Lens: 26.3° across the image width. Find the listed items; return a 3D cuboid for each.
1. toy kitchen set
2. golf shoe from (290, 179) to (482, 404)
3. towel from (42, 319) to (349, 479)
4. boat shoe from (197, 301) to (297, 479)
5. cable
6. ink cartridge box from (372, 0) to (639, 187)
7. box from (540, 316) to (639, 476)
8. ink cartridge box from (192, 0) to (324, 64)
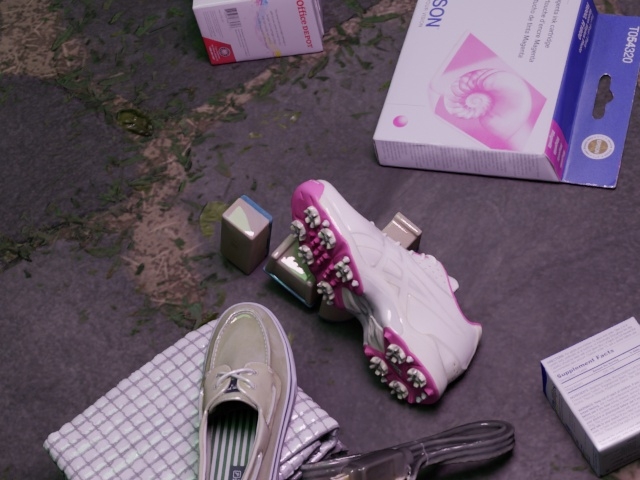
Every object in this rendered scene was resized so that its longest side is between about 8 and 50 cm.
[{"bbox_3d":[0.000,0.000,1.790,0.207,0.122,0.166,39,68,11],"label":"toy kitchen set"},{"bbox_3d":[0.080,0.046,1.662,0.140,0.115,0.306,-35,96,-28],"label":"golf shoe"},{"bbox_3d":[-0.144,0.257,1.610,0.284,0.121,0.235,-38,57,-17],"label":"towel"},{"bbox_3d":[-0.084,0.188,1.516,0.109,0.094,0.302,-5,54,5],"label":"boat shoe"},{"bbox_3d":[0.092,0.264,1.546,0.287,0.072,0.139,-9,6,-40],"label":"cable"},{"bbox_3d":[0.270,-0.231,1.910,0.330,0.071,0.324,6,55,18],"label":"ink cartridge box"},{"bbox_3d":[0.342,0.180,1.586,0.126,0.072,0.137,-24,54,-6],"label":"box"},{"bbox_3d":[-0.089,-0.357,2.042,0.176,0.128,0.127,-5,53,7],"label":"ink cartridge box"}]
